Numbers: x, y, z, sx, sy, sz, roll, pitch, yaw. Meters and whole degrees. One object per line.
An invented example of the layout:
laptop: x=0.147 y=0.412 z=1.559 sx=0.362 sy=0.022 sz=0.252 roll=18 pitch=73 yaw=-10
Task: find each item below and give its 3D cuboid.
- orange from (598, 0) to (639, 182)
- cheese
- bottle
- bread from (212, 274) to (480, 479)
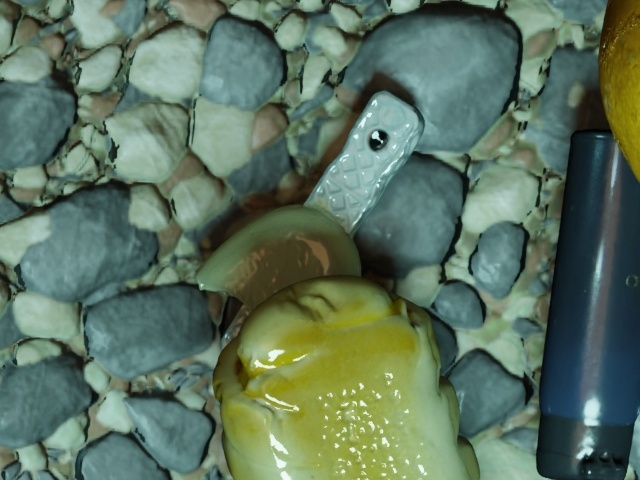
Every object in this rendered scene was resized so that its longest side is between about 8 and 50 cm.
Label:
orange: x=0.289 y=-0.110 z=1.185 sx=0.240 sy=0.240 sz=0.240 roll=0 pitch=90 yaw=15
cheese: x=0.000 y=0.000 z=1.373 sx=0.127 sy=0.050 sz=0.235 roll=36 pitch=100 yaw=14
bottle: x=0.192 y=0.047 z=1.309 sx=0.072 sy=0.082 sz=0.244 roll=7 pitch=90 yaw=-21
bread: x=0.027 y=0.175 z=1.309 sx=0.173 sy=0.121 sz=0.311 roll=-16 pitch=96 yaw=-17
